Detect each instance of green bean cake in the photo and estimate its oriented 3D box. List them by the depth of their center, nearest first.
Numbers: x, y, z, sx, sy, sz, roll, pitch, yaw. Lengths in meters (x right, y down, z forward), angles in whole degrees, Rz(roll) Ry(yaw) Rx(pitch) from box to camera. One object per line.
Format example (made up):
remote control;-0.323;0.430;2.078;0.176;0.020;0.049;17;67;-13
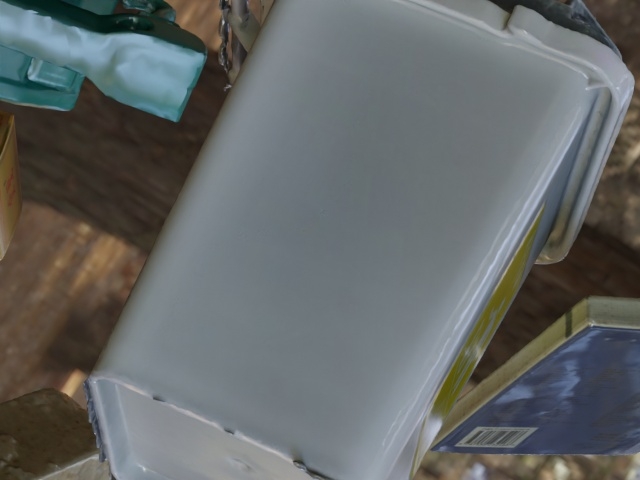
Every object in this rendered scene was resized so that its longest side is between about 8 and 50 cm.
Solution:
green bean cake;-0.234;0.183;1.013;0.179;0.085;0.109;-15;133;-54

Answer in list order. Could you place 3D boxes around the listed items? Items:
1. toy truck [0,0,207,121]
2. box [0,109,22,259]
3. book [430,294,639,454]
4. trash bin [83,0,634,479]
toy truck;-0.223;-0.145;0.557;0.176;0.363;0.178;-63;-151;23
box;-0.428;-0.080;1.374;0.174;0.274;0.076;106;-2;-63
book;0.214;0.106;1.052;0.269;0.191;0.025;127;-37;-58
trash bin;0.000;0.000;0.930;0.256;0.296;0.367;97;19;-60
